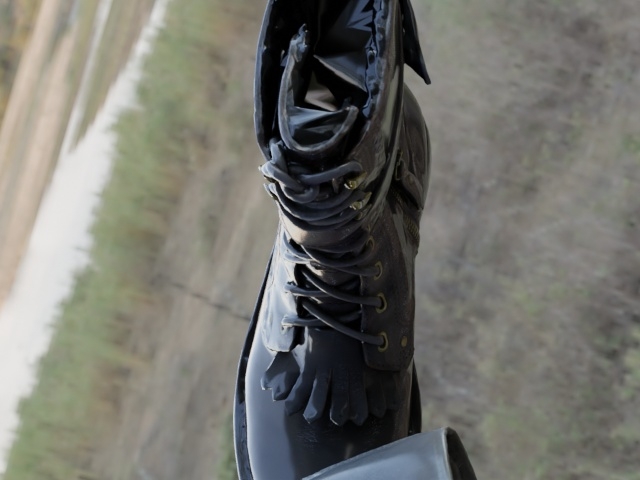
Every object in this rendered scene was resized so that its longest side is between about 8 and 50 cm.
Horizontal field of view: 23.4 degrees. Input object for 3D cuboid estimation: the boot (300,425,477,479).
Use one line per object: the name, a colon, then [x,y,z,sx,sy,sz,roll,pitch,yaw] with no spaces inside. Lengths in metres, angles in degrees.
boot: [-0.017,0.192,0.646,0.076,0.208,0.190,31,-134,-79]

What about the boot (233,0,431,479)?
boot: [0.000,0.000,0.647,0.229,0.091,0.263,74,-160,-74]
